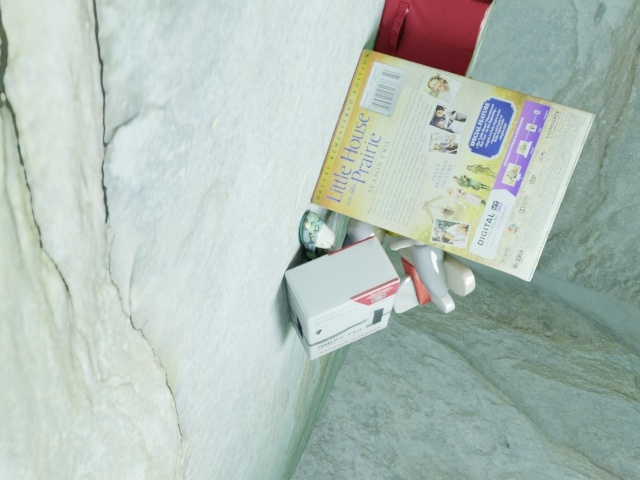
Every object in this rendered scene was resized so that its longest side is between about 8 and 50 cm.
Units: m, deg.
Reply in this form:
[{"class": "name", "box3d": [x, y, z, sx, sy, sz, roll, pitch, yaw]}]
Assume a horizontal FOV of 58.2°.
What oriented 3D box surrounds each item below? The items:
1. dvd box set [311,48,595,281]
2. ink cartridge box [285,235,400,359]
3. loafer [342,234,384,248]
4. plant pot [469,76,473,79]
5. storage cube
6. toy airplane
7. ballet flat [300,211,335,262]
[{"class": "dvd box set", "box3d": [0.225, -0.141, 1.045, 0.062, 0.421, 0.307, -2, 111, -75]}, {"class": "ink cartridge box", "box3d": [0.042, 0.129, 1.202, 0.197, 0.114, 0.272, -22, 155, -11]}, {"class": "loafer", "box3d": [0.107, 0.031, 1.714, 0.095, 0.109, 0.302, -105, -142, -74]}, {"class": "plant pot", "box3d": [0.348, -0.378, 1.739, 0.227, 0.207, 0.228, 95, 10, -57]}, {"class": "storage cube", "box3d": [0.233, -0.430, 1.174, 0.215, 0.193, 0.183, -54, 161, -54]}, {"class": "toy airplane", "box3d": [0.184, -0.008, 1.287, 0.386, 0.273, 0.384, 125, -44, -60]}, {"class": "ballet flat", "box3d": [0.000, 0.000, 1.145, 0.188, 0.070, 0.070, 80, 31, -69]}]
